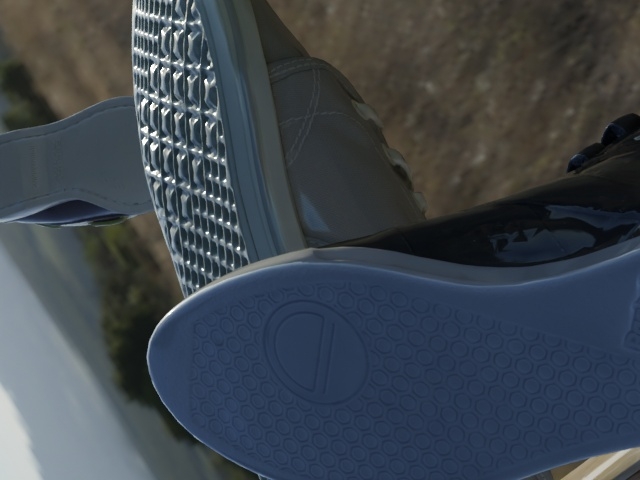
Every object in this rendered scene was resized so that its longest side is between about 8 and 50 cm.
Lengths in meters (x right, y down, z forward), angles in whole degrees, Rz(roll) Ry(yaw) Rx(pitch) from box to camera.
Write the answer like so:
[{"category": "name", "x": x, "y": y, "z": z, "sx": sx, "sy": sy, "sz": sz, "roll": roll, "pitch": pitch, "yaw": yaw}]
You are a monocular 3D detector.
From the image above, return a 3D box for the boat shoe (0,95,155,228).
[{"category": "boat shoe", "x": -0.210, "y": -0.071, "z": 1.759, "sx": 0.097, "sy": 0.324, "sz": 0.116, "roll": 10, "pitch": -106, "yaw": -57}]

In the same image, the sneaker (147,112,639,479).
[{"category": "sneaker", "x": 0.082, "y": 0.018, "z": 0.692, "sx": 0.147, "sy": 0.296, "sz": 0.104, "roll": -50, "pitch": -56, "yaw": -58}]

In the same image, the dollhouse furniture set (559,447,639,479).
[{"category": "dollhouse furniture set", "x": 0.197, "y": 0.269, "z": 1.149, "sx": 0.303, "sy": 0.355, "sz": 0.174, "roll": 35, "pitch": 132, "yaw": -10}]

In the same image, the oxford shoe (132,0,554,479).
[{"category": "oxford shoe", "x": 0.000, "y": 0.000, "z": 0.966, "sx": 0.169, "sy": 0.130, "sz": 0.449, "roll": 113, "pitch": 140, "yaw": -55}]
